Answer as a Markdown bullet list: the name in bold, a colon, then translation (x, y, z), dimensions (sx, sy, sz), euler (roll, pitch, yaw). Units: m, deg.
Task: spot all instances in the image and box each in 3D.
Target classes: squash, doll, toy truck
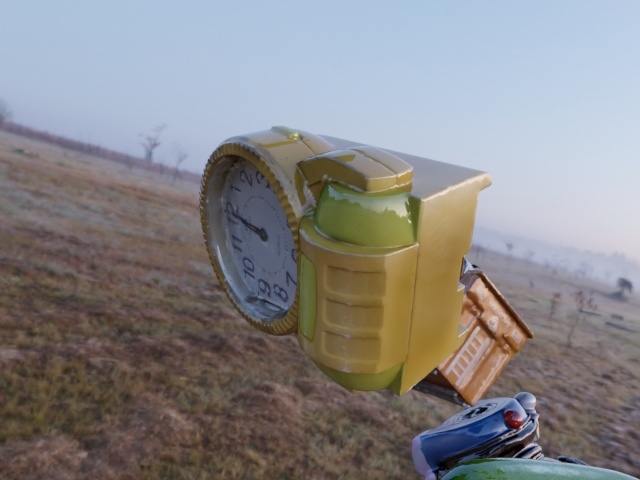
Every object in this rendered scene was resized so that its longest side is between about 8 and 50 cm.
- **squash**: translation (0.263, 0.294, 0.705), dimensions (0.292, 0.082, 0.082), euler (9, 1, -13)
- **doll**: translation (0.315, 0.417, 0.981), dimensions (0.284, 0.310, 0.240), euler (-20, -12, -22)
- **toy truck**: translation (0.154, 0.153, 1.100), dimensions (0.173, 0.207, 0.387), euler (47, -21, -20)

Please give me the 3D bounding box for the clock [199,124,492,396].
- **clock**: translation (0.000, 0.000, 0.684), dimensions (0.200, 0.244, 0.317), euler (-17, 30, -39)
